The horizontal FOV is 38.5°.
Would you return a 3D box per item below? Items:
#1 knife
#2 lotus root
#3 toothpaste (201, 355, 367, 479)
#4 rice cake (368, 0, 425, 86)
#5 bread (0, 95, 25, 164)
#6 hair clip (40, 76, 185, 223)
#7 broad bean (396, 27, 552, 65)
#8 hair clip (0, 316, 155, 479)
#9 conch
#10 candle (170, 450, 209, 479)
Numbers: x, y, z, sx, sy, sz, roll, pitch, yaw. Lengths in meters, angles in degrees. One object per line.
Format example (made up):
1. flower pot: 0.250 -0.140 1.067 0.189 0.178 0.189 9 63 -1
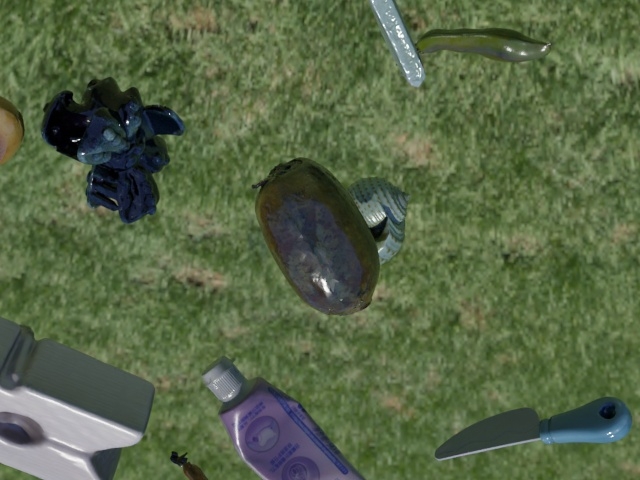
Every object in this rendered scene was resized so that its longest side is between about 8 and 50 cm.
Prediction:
1. knife: 0.241 0.219 1.069 0.244 0.058 0.032 -17 134 34
2. lotus root: 0.000 0.000 1.497 0.160 0.152 0.274 -29 108 3
3. toothpaste: 0.004 0.221 0.829 0.075 0.048 0.301 -40 96 15
4. rice cake: 0.117 -0.364 1.526 0.040 0.085 0.226 -26 118 6
5. bread: -0.504 -0.174 1.379 0.114 0.077 0.189 1 164 -18
6. hair clip: -0.390 -0.186 1.741 0.195 0.206 0.310 26 157 21
7. broad bean: 0.297 -0.384 1.791 0.325 0.067 0.075 10 133 33
8. hair clip: -0.292 0.088 0.690 0.331 0.085 0.101 25 117 -15
9. conch: 0.093 -0.028 1.760 0.131 0.172 0.200 -2 155 -47
10. candle: -0.135 0.274 1.037 0.021 0.026 0.167 35 175 -29
